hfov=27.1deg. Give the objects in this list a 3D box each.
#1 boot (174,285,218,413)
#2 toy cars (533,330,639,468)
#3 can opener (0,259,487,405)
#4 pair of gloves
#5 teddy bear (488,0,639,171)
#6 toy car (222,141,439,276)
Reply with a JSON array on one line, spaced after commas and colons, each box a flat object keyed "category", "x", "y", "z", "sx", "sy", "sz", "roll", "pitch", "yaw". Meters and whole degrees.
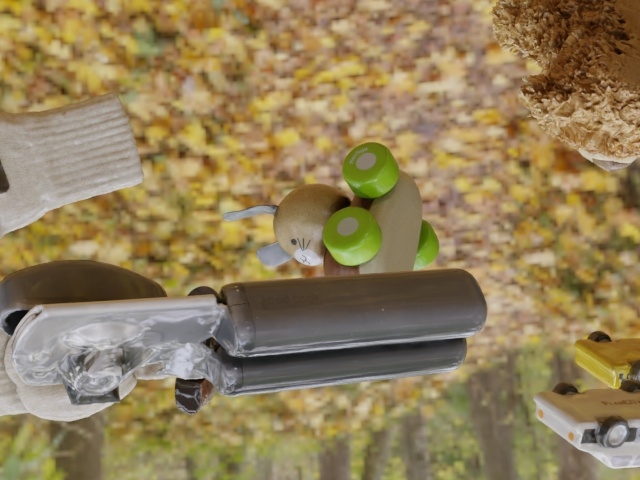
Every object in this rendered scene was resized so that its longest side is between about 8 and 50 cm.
[{"category": "boot", "x": -0.076, "y": 0.066, "z": 1.019, "sx": 0.037, "sy": 0.106, "sz": 0.114, "roll": 19, "pitch": -157, "yaw": 14}, {"category": "toy cars", "x": 0.359, "y": 0.189, "z": 1.534, "sx": 0.176, "sy": 0.087, "sz": 0.393, "roll": 15, "pitch": -163, "yaw": 19}, {"category": "can opener", "x": -0.045, "y": 0.038, "z": 0.787, "sx": 0.283, "sy": 0.095, "sz": 0.076, "roll": -4, "pitch": 141, "yaw": -21}, {"category": "pair of gloves", "x": -0.222, "y": 0.020, "z": 0.988, "sx": 0.204, "sy": 0.240, "sz": 0.042, "roll": -9, "pitch": -177, "yaw": -6}, {"category": "teddy bear", "x": 0.273, "y": -0.174, "z": 1.222, "sx": 0.245, "sy": 0.338, "sz": 0.113, "roll": 10, "pitch": 130, "yaw": -16}, {"category": "toy car", "x": 0.000, "y": 0.000, "z": 1.308, "sx": 0.188, "sy": 0.149, "sz": 0.155, "roll": 0, "pitch": 145, "yaw": 26}]
